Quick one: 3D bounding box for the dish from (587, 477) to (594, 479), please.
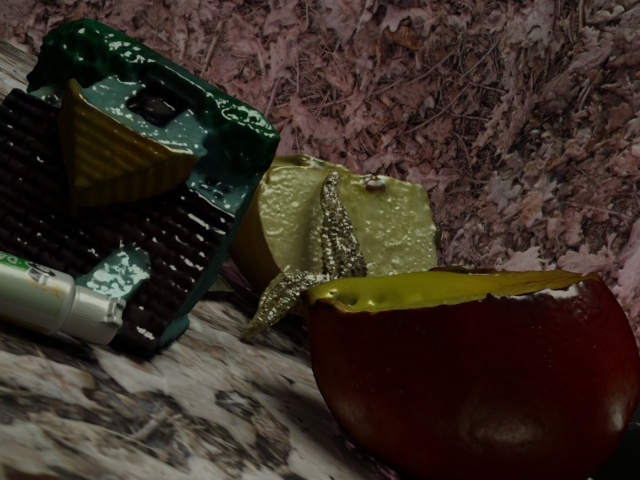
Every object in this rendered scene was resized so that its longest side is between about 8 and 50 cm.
[{"bbox_3d":[0.236,0.271,1.098,0.234,0.064,0.154,37,8,38],"label":"dish"}]

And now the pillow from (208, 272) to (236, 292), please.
[{"bbox_3d":[-0.210,0.009,1.222,0.217,0.033,0.130,33,7,18],"label":"pillow"}]

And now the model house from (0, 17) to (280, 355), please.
[{"bbox_3d":[-0.224,-0.042,0.891,0.280,0.230,0.249,29,30,4],"label":"model house"}]

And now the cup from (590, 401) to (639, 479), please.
[{"bbox_3d":[0.472,0.338,1.355,0.223,0.169,0.176,62,13,4],"label":"cup"}]

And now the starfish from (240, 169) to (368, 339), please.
[{"bbox_3d":[0.072,0.090,1.204,0.293,0.084,0.301,36,43,-10],"label":"starfish"}]

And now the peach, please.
[{"bbox_3d":[0.142,0.110,0.951,0.338,0.281,0.281,31,6,2],"label":"peach"}]

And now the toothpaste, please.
[{"bbox_3d":[-0.299,0.014,0.698,0.314,0.056,0.058,24,-36,-27],"label":"toothpaste"}]

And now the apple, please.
[{"bbox_3d":[0.000,0.000,1.352,0.309,0.252,0.314,4,25,-29],"label":"apple"}]
